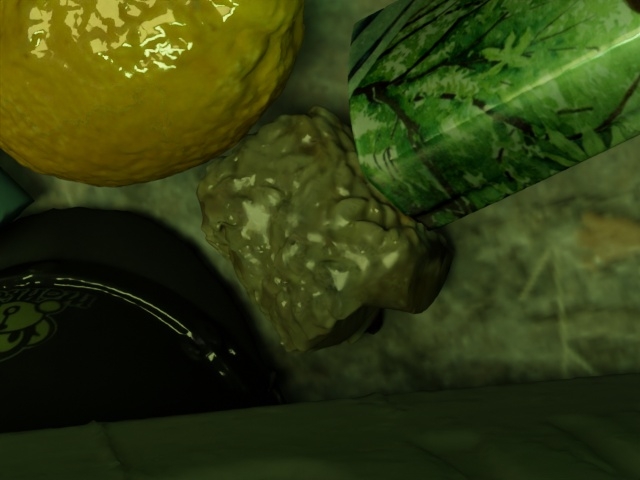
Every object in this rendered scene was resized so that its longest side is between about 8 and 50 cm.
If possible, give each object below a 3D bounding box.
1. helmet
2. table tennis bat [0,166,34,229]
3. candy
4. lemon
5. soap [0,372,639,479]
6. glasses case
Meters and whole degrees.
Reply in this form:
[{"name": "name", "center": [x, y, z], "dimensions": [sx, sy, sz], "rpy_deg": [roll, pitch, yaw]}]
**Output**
[{"name": "helmet", "center": [-0.133, 0.135, 0.782], "dimensions": [0.230, 0.160, 0.279], "rpy_deg": [-2, 104, 25]}, {"name": "table tennis bat", "center": [-0.271, -0.125, 0.792], "dimensions": [0.215, 0.044, 0.329], "rpy_deg": [-44, 94, -2]}, {"name": "candy", "center": [0.000, 0.000, 0.739], "dimensions": [0.095, 0.085, 0.110], "rpy_deg": [-38, 77, 18]}, {"name": "lemon", "center": [-0.081, -0.097, 0.704], "dimensions": [0.187, 0.142, 0.142], "rpy_deg": [-16, 98, 37]}, {"name": "soap", "center": [0.013, 0.192, 0.560], "dimensions": [0.435, 0.350, 0.213], "rpy_deg": [-5, 104, -11]}, {"name": "glasses case", "center": [0.137, -0.103, 0.634], "dimensions": [0.272, 0.062, 0.095], "rpy_deg": [-26, 49, 26]}]
